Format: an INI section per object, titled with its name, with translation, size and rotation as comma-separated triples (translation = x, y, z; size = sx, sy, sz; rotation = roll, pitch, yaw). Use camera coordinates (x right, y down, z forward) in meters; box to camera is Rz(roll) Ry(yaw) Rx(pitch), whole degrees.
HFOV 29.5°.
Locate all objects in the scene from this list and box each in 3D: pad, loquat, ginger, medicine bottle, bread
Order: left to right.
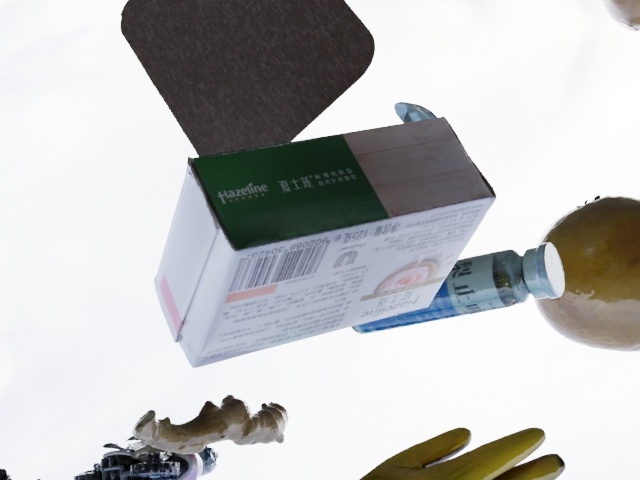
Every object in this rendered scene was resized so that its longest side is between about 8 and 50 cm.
[ginger]
translation = -0.158, 0.269, 1.794
size = 0.288, 0.089, 0.075
rotation = 5, 155, -38
[pad]
translation = -0.071, -0.177, 1.037
size = 0.176, 0.002, 0.266
rotation = -42, -127, 10
[medicine bottle]
translation = 0.113, 0.042, 1.053
size = 0.191, 0.051, 0.051
rotation = -14, -153, 30
[loquat]
translation = 0.453, 0.056, 1.880
size = 0.263, 0.263, 0.263
rotation = -9, -149, 5
[bread]
translation = 0.359, -0.301, 1.416
size = 0.077, 0.114, 0.189
rotation = -4, -177, 16

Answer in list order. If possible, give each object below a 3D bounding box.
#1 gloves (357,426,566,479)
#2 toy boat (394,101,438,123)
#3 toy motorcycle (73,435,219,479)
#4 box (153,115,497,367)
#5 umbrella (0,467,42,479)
[gloves]
translation = 0.125, 0.286, 1.268
size = 0.294, 0.133, 0.116
rotation = -15, -163, -11
[toy boat]
translation = 0.126, -0.138, 1.608
size = 0.034, 0.105, 0.149
rotation = -41, 171, 32
[toy motorcycle]
translation = -0.259, 0.368, 1.942
size = 0.204, 0.108, 0.239
rotation = -1, -177, -42
[box]
translation = 0.000, 0.000, 0.810
size = 0.199, 0.135, 0.081
rotation = -10, -123, -27
[umbrella]
translation = -0.455, 0.429, 1.835
size = 0.154, 0.336, 0.128
rotation = -67, -159, -5
